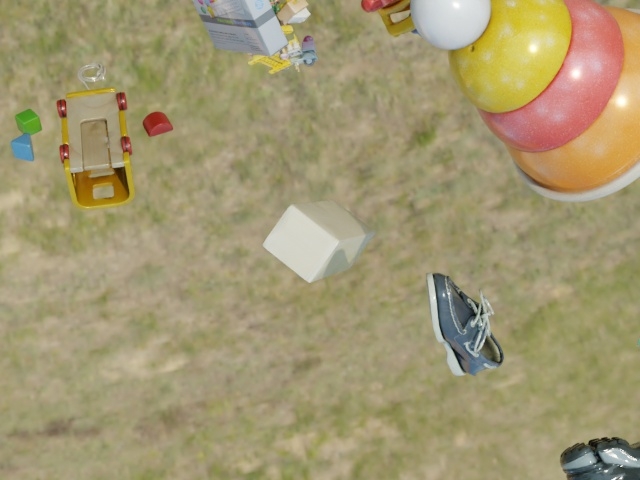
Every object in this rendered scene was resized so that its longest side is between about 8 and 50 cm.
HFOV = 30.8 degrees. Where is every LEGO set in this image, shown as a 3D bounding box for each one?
[{"bbox_3d":[-0.085,-0.396,2.118,0.132,0.107,0.287,-16,168,1],"label":"LEGO set"}]

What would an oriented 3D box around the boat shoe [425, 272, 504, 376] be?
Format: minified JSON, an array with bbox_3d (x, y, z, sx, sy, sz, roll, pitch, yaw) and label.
[{"bbox_3d":[0.202,0.118,1.612,0.079,0.095,0.254,-8,143,15],"label":"boat shoe"}]

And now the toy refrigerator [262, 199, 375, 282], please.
[{"bbox_3d":[0.000,0.000,1.964,0.094,0.102,0.269,-54,171,11],"label":"toy refrigerator"}]

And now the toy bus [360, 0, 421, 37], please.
[{"bbox_3d":[0.150,-0.410,1.915,0.211,0.220,0.149,-39,-167,-32],"label":"toy bus"}]

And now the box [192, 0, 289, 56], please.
[{"bbox_3d":[-0.130,-0.340,1.559,0.038,0.145,0.186,-39,123,-23],"label":"box"}]

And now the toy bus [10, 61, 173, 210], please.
[{"bbox_3d":[-0.319,-0.135,1.660,0.202,0.191,0.104,-46,151,-34],"label":"toy bus"}]

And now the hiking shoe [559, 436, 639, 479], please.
[{"bbox_3d":[0.504,0.341,1.675,0.304,0.132,0.113,-10,175,10],"label":"hiking shoe"}]

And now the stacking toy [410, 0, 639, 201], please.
[{"bbox_3d":[0.320,-0.297,1.827,0.480,0.351,0.350,26,136,-37],"label":"stacking toy"}]

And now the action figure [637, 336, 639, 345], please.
[{"bbox_3d":[0.454,0.041,1.299,0.232,0.063,0.137,-15,135,-39],"label":"action figure"}]
